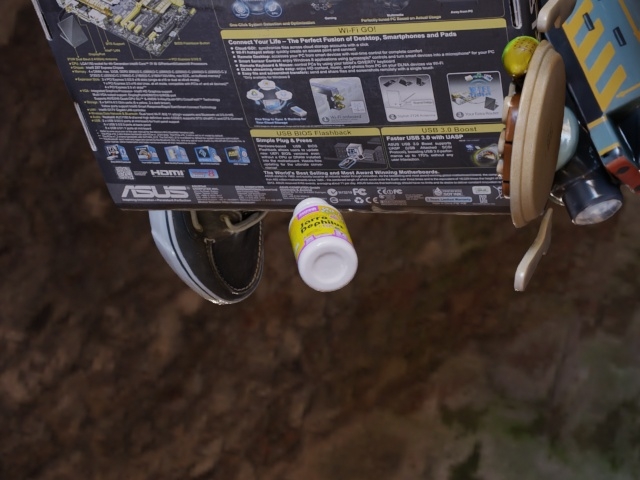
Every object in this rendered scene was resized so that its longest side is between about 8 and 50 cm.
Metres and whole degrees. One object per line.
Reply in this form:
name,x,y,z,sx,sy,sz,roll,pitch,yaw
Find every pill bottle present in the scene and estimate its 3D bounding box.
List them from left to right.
pill bottle,0.000,0.000,0.959,0.083,0.043,0.043,-109,24,-61

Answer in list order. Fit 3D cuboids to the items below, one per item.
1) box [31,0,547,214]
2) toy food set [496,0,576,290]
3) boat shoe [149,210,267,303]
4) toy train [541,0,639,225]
box,-0.023,-0.161,1.046,0.318,0.394,0.097,72,-154,-43
toy food set,0.133,-0.071,0.859,0.132,0.038,0.192,-44,-40,-62
boat shoe,-0.106,-0.056,1.331,0.121,0.119,0.335,-40,-45,-29
toy train,0.243,-0.183,1.245,0.142,0.190,0.334,26,-140,-54
